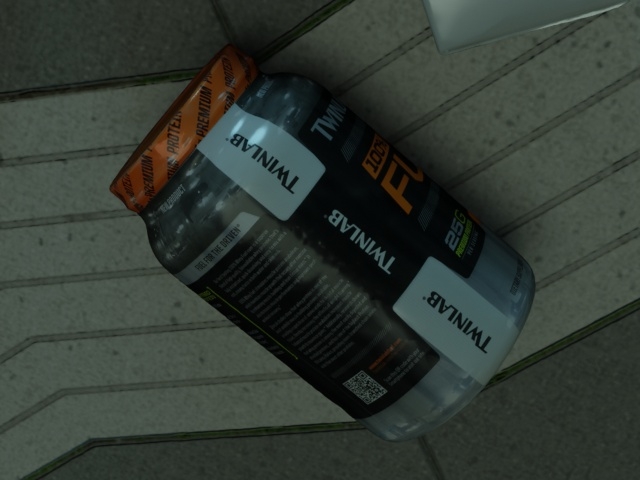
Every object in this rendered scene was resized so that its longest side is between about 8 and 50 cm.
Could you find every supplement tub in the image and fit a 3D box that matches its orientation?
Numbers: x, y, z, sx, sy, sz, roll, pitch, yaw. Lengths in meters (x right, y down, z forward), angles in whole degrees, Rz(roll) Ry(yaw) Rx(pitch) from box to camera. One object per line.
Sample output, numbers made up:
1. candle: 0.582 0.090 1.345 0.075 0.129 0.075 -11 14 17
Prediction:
1. supplement tub: 0.000 0.000 1.211 0.338 0.207 0.207 39 117 -12

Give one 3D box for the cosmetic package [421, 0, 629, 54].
1. cosmetic package: 0.139 -0.266 1.079 0.152 0.151 0.183 -14 115 16
